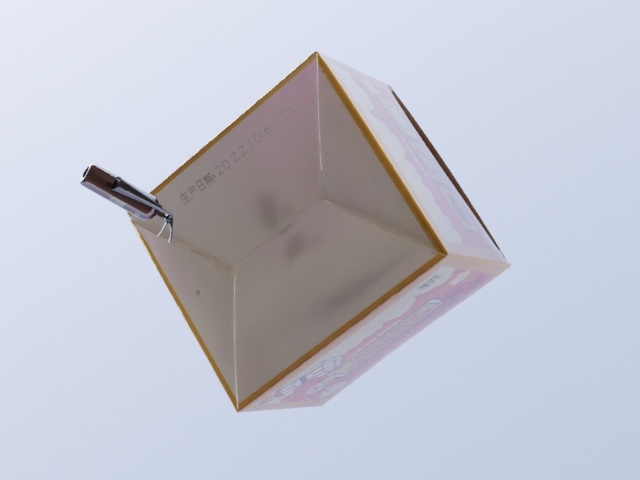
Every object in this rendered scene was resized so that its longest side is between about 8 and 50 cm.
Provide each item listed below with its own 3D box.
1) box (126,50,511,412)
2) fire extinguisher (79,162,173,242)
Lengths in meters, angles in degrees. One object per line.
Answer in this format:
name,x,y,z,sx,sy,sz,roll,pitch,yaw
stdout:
box,0.000,0.000,1.277,0.283,0.214,0.259,-38,-108,20
fire extinguisher,-0.169,-0.040,1.094,0.100,0.046,0.032,30,-128,-20
